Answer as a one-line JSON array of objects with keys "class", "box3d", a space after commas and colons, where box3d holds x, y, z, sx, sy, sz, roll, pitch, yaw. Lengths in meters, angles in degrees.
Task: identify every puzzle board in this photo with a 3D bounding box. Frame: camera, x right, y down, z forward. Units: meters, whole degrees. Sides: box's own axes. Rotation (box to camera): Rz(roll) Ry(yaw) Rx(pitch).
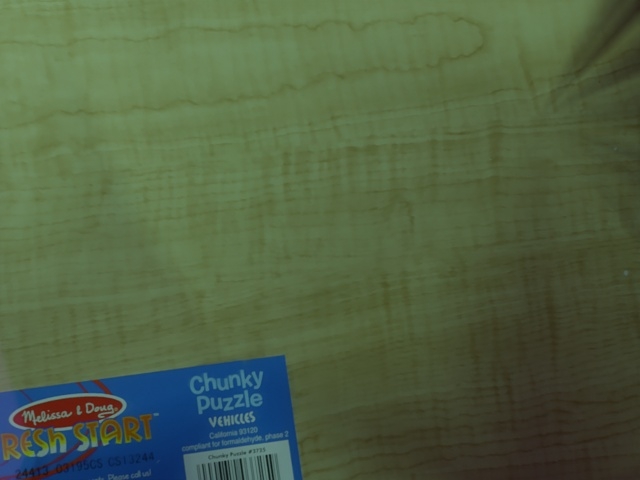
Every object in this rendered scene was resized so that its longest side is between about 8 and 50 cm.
[{"class": "puzzle board", "box3d": [0.000, 0.000, 0.317, 0.128, 0.011, 0.096, -8, 84, -13]}]

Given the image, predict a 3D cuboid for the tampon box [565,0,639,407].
[{"class": "tampon box", "box3d": [0.095, -0.028, 0.389, 0.101, 0.120, 0.161, 15, 91, 14]}]
